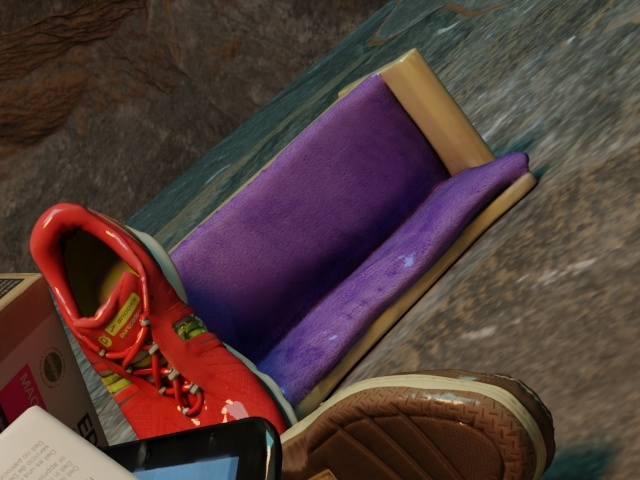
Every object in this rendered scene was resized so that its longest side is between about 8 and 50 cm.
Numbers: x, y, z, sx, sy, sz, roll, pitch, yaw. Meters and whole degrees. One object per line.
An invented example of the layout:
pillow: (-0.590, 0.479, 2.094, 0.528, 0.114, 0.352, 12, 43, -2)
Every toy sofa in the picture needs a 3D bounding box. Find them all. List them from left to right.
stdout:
toy sofa: (0.000, 0.000, 1.305, 0.362, 0.150, 0.177, -43, 11, -29)

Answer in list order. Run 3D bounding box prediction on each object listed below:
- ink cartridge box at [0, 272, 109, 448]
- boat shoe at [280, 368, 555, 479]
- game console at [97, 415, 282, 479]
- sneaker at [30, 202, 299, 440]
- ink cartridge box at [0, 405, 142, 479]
ink cartridge box: (-0.243, 0.168, 1.137, 0.088, 0.235, 0.193, -3, 28, 28)
boat shoe: (0.045, 0.108, 0.874, 0.095, 0.095, 0.257, -38, 9, -37)
game console: (-0.161, 0.221, 0.796, 0.250, 0.173, 0.293, -19, -2, -33)
sneaker: (-0.121, 0.082, 1.095, 0.107, 0.279, 0.118, -43, -29, 1)
ink cartridge box: (-0.082, 0.191, 0.603, 0.160, 0.219, 0.093, -43, -29, -30)
